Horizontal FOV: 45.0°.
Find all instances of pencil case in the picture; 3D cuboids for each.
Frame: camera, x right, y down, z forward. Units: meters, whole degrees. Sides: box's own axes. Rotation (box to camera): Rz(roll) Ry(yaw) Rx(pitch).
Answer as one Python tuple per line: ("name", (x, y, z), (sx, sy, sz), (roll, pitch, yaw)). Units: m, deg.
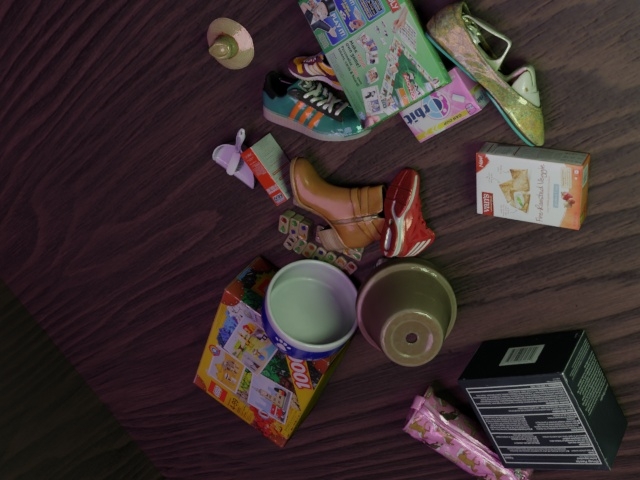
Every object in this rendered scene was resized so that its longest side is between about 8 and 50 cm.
("pencil case", (0.414, 0.569, 2.159), (0.386, 0.160, 0.167), (33, 126, 12))

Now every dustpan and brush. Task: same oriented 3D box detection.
("dustpan and brush", (-0.224, -0.236, 2.097), (0.147, 0.060, 0.211), (36, 135, 8))

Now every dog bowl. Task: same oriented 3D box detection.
("dog bowl", (-0.027, 0.191, 2.115), (0.265, 0.265, 0.104), (37, 147, 8))

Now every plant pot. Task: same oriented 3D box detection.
("plant pot", (0.220, 0.197, 1.907), (0.263, 0.229, 0.263), (0, 106, 1))

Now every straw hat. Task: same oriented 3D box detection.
("straw hat", (-0.243, -0.482, 1.931), (0.145, 0.061, 0.144), (19, 131, 23))

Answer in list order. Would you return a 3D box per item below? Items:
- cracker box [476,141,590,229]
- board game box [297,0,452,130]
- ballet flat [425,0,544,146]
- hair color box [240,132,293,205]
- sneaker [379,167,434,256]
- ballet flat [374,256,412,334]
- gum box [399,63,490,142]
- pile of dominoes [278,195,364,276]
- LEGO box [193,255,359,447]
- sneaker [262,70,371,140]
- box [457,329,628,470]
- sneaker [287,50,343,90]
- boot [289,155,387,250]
("cracker box", (0.460, -0.121, 1.686), (0.232, 0.067, 0.155), (12, 126, 30))
("board game box", (0.113, -0.424, 1.645), (0.214, 0.046, 0.317), (-27, 90, 28))
("ballet flat", (0.363, -0.344, 1.569), (0.348, 0.123, 0.123), (46, 136, -2))
("hair color box", (-0.125, -0.188, 2.038), (0.053, 0.093, 0.167), (-27, 103, 45))
("sneaker", (0.225, -0.064, 1.901), (0.087, 0.128, 0.221), (31, 110, 50))
("ballet flat", (0.220, 0.146, 2.047), (0.077, 0.091, 0.241), (-20, 113, 19))
("gum box", (0.262, -0.302, 1.699), (0.188, 0.062, 0.107), (-25, 104, 44))
("pile of dominoes", (0.000, 0.000, 2.124), (0.251, 0.040, 0.196), (26, 132, 19))
("LEGO box", (-0.151, 0.352, 2.379), (0.372, 0.193, 0.500), (34, 135, 10))
("sneaker", (-0.017, -0.327, 1.849), (0.302, 0.108, 0.121), (19, 134, 26))
("box", (0.551, 0.401, 1.919), (0.296, 0.183, 0.294), (-14, 111, 43))
("sneaker", (0.000, -0.412, 1.786), (0.186, 0.069, 0.084), (20, 149, 27))
("boot", (0.059, -0.108, 1.960), (0.220, 0.109, 0.283), (-15, 104, 36))
